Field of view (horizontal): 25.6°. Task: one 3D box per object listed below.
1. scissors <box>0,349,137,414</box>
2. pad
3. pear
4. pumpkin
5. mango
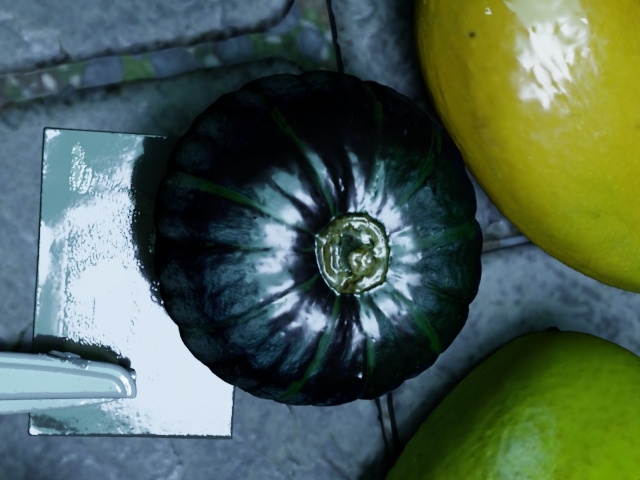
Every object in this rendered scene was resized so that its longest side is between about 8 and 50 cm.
[{"bbox_3d":[-0.229,0.085,0.825,0.242,0.030,0.118,2,97,-12],"label":"scissors"},{"bbox_3d":[-0.110,0.029,0.862,0.127,0.004,0.190,2,98,-14],"label":"pad"},{"bbox_3d":[0.150,0.271,0.844,0.318,0.238,0.342,-35,105,-16],"label":"pear"},{"bbox_3d":[0.000,0.000,0.813,0.202,0.140,0.202,-1,94,-19],"label":"pumpkin"},{"bbox_3d":[0.166,-0.085,0.862,0.176,0.119,0.317,-40,114,-10],"label":"mango"}]
